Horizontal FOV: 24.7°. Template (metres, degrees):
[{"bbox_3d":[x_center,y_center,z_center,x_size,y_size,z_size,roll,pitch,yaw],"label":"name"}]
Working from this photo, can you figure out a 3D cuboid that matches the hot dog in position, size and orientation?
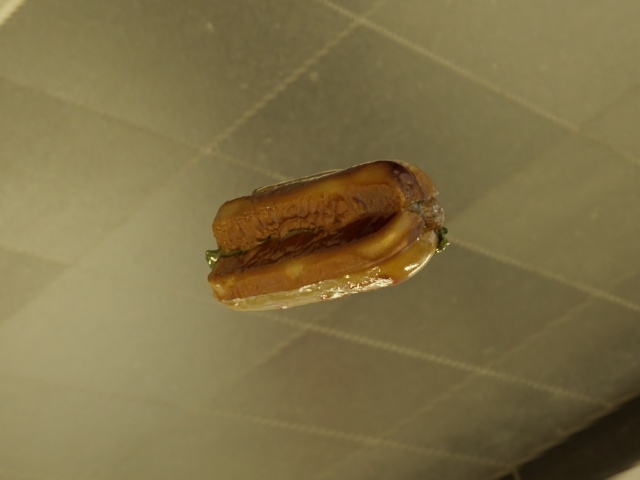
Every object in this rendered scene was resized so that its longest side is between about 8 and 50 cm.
[{"bbox_3d":[0.000,0.000,1.113,0.076,0.104,0.250,16,159,-36],"label":"hot dog"}]
